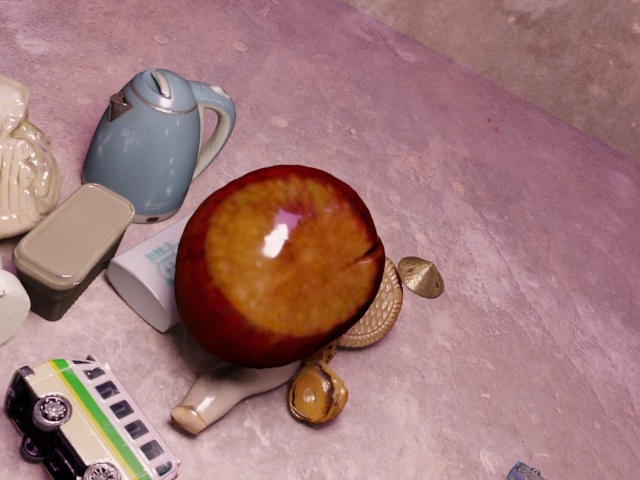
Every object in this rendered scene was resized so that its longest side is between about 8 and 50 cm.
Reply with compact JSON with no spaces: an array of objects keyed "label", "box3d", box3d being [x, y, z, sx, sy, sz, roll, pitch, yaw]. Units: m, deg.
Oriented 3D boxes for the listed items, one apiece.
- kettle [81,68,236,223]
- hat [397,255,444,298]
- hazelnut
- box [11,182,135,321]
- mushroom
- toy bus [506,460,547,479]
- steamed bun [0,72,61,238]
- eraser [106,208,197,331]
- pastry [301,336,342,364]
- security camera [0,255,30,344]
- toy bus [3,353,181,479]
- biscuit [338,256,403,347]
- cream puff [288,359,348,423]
[{"label":"kettle","box3d":[-0.357,-0.243,1.686,0.320,0.342,0.247,-8,54,-37]},{"label":"hat","box3d":[0.287,0.080,1.976,0.146,0.067,0.146,17,44,-17]},{"label":"hazelnut","box3d":[-0.093,0.038,1.433,0.402,0.402,0.429,43,71,12]},{"label":"box","box3d":[-0.494,0.032,1.459,0.138,0.178,0.274,31,42,-1]},{"label":"mushroom","box3d":[-0.159,0.282,1.491,0.109,0.097,0.351,39,44,28]},{"label":"toy bus","box3d":[0.493,0.563,1.640,0.153,0.061,0.051,38,43,8]},{"label":"steamed bun","box3d":[-0.708,-0.177,1.456,0.353,0.339,0.247,-5,17,-22]},{"label":"eraser","box3d":[-0.302,0.056,1.614,0.189,0.104,0.290,47,43,4]},{"label":"pastry","box3d":[0.003,0.223,1.614,0.080,0.140,0.056,37,18,19]},{"label":"security camera","box3d":[-0.663,0.076,1.315,0.195,0.194,0.236,-21,58,-43]},{"label":"toy bus","box3d":[-0.390,0.338,1.255,0.305,0.143,0.179,47,41,17]},{"label":"biscuit","box3d":[0.069,0.126,1.691,0.259,0.079,0.259,-2,95,-24]},{"label":"cream puff","box3d":[-0.005,0.317,1.535,0.104,0.119,0.133,14,54,-52]}]
